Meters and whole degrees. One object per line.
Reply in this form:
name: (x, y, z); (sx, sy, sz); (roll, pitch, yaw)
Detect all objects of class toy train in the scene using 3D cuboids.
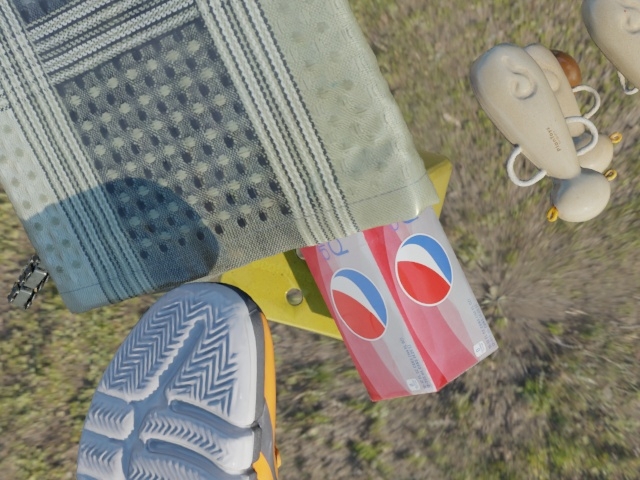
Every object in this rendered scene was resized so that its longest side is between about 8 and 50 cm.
toy train: (-0.288, 0.030, 1.084); (0.027, 0.158, 0.036); (20, 58, -21)

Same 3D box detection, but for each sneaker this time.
sneaker: (-0.055, 0.180, 0.686); (0.125, 0.180, 0.321); (17, 100, 37)

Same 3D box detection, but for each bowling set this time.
bowling set: (0.260, -0.128, 0.912); (0.287, 0.200, 0.154); (-31, 84, -4)

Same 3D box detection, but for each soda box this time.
soda box: (0.041, -0.003, 0.887); (0.083, 0.092, 0.263); (-28, 93, -36)

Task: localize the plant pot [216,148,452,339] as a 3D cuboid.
plant pot: (0.000, 0.000, 1.059); (0.212, 0.187, 0.212); (14, 99, 8)

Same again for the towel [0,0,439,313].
towel: (-0.113, -0.122, 0.662); (0.312, 0.056, 0.324); (-16, 105, 33)
